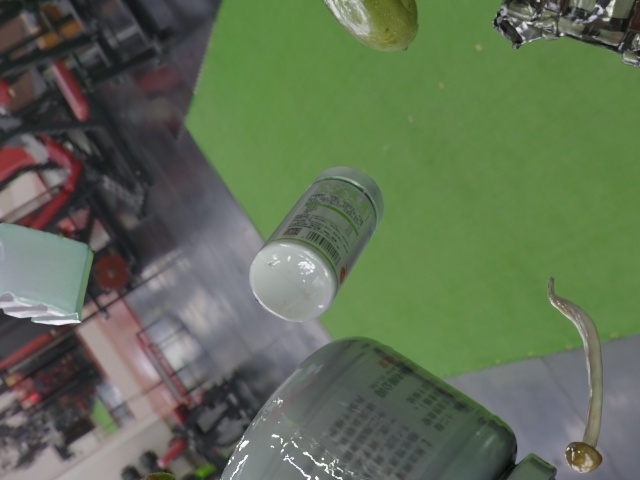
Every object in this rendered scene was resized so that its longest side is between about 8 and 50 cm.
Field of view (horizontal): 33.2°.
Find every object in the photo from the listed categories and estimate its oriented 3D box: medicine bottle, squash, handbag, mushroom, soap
[{"bbox_3d":[0.086,0.253,0.934,0.306,0.245,0.245,33,156,19],"label":"medicine bottle"},{"bbox_3d":[0.056,-0.267,1.187,0.094,0.094,0.341,50,-174,23],"label":"squash"},{"bbox_3d":[0.472,-0.414,1.613,0.325,0.327,0.162,22,162,32],"label":"handbag"},{"bbox_3d":[0.316,0.145,1.322,0.043,0.068,0.306,50,-148,-38],"label":"mushroom"},{"bbox_3d":[-0.357,0.042,1.296,0.145,0.091,0.230,20,167,-27],"label":"soap"},{"bbox_3d":[0.000,0.000,1.058,0.086,0.183,0.086,9,119,16],"label":"medicine bottle"}]

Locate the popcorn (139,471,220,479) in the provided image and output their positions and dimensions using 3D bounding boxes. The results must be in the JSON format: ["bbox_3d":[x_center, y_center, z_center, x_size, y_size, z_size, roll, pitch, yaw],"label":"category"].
[{"bbox_3d":[-0.188,0.421,1.384,0.252,0.236,0.206,-10,158,42],"label":"popcorn"}]
